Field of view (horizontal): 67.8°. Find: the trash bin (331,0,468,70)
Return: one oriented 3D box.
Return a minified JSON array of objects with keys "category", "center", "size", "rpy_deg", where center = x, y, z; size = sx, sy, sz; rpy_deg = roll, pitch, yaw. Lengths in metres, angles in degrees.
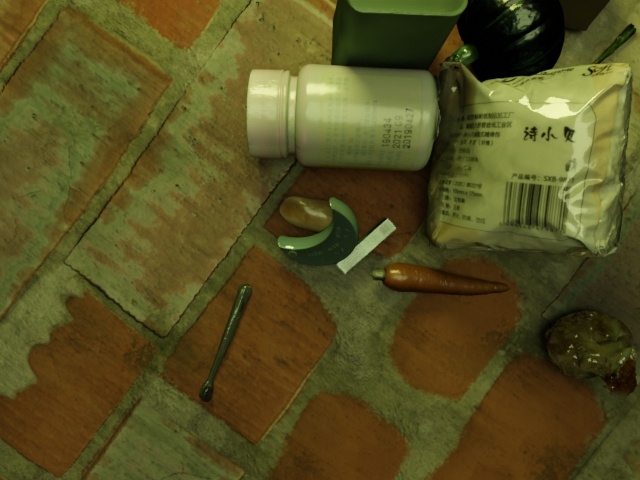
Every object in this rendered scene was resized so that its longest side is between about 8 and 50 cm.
[{"category":"trash bin","center":[0.142,-0.436,0.939],"size":[0.223,0.343,0.158],"rpy_deg":[2,95,-2]}]

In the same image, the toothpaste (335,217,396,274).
[{"category":"toothpaste","center":[0.104,0.012,1.107],"size":[0.164,0.046,0.034],"rpy_deg":[-42,95,1]}]

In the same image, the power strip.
[{"category":"power strip","center":[0.000,0.000,1.062],"size":[0.137,0.044,0.216],"rpy_deg":[36,128,-24]}]

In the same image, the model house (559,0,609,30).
[{"category":"model house","center":[0.546,-0.626,1.039],"size":[0.181,0.176,0.247],"rpy_deg":[8,76,-1]}]

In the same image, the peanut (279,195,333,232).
[{"category":"peanut","center":[-0.019,-0.060,1.091],"size":[0.152,0.076,0.076],"rpy_deg":[13,93,-4]}]

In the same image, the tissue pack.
[{"category":"tissue pack","center":[0.371,-0.145,0.910],"size":[0.376,0.195,0.389],"rpy_deg":[12,105,38]}]

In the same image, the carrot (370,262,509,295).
[{"category":"carrot","center":[0.280,0.098,1.113],"size":[0.336,0.069,0.069],"rpy_deg":[8,93,-7]}]

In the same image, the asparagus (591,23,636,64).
[{"category":"asparagus","center":[0.645,-0.416,1.106],"size":[0.233,0.023,0.022],"rpy_deg":[-44,48,1]}]

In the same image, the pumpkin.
[{"category":"pumpkin","center":[0.362,-0.423,0.996],"size":[0.248,0.248,0.247],"rpy_deg":[0,93,-1]}]

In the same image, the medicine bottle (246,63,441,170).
[{"category":"medicine bottle","center":[0.045,-0.260,1.010],"size":[0.379,0.213,0.213],"rpy_deg":[3,93,-1]}]

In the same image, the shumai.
[{"category":"shumai","center":[0.626,0.249,1.061],"size":[0.210,0.153,0.161],"rpy_deg":[9,100,-6]}]

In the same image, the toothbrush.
[{"category":"toothbrush","center":[-0.224,0.241,1.124],"size":[0.030,0.031,0.297],"rpy_deg":[20,91,-27]}]
